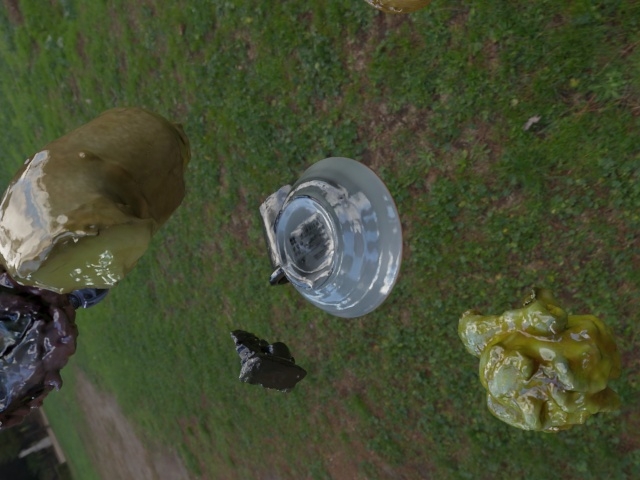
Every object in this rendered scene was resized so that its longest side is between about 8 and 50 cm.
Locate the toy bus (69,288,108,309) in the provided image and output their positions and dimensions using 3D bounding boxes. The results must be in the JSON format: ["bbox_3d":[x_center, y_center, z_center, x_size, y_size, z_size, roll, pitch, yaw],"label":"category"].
[{"bbox_3d":[-0.404,0.038,0.767,0.167,0.073,0.076,25,108,-2],"label":"toy bus"}]

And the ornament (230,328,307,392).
[{"bbox_3d":[-0.190,0.348,1.595,0.106,0.251,0.260,-52,43,7],"label":"ornament"}]

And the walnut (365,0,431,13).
[{"bbox_3d":[0.149,-0.543,1.008,0.206,0.159,0.159,26,138,-2],"label":"walnut"}]

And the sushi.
[{"bbox_3d":[-0.448,0.111,0.616,0.171,0.270,0.237,24,103,59],"label":"sushi"}]

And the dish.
[{"bbox_3d":[0.000,0.000,0.787,0.260,0.085,0.260,8,102,45],"label":"dish"}]

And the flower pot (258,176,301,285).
[{"bbox_3d":[-0.028,-0.033,1.080,0.166,0.269,0.269,59,144,7],"label":"flower pot"}]

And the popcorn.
[{"bbox_3d":[0.458,0.275,1.050,0.321,0.290,0.326,24,111,-11],"label":"popcorn"}]

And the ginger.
[{"bbox_3d":[-0.217,-0.042,0.506,0.152,0.267,0.138,9,132,1],"label":"ginger"}]
